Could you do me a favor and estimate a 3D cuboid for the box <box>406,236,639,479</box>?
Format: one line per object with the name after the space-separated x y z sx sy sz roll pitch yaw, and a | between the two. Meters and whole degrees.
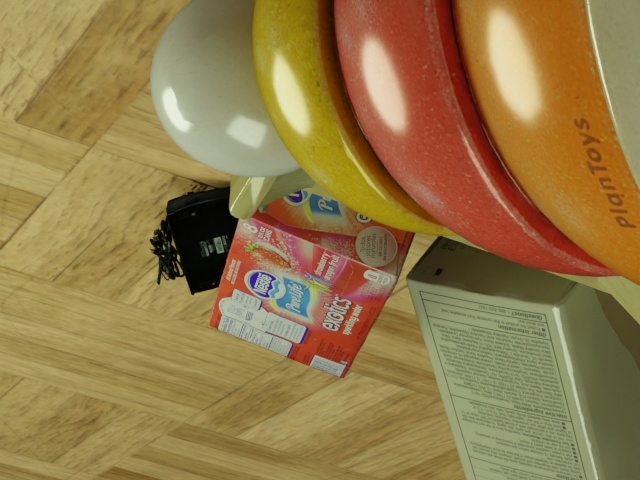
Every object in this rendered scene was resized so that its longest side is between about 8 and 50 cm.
0.190 0.126 1.527 0.148 0.121 0.311 11 134 34 | box

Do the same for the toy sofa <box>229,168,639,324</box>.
0.122 -0.073 1.291 0.363 0.177 0.150 19 133 -18 | toy sofa

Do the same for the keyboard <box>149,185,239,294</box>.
-0.106 -0.007 1.662 0.100 0.038 0.192 -14 155 -3 | keyboard

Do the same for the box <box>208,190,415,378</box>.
0.000 0.000 1.481 0.128 0.122 0.257 21 157 0 | box

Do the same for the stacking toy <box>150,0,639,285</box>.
0.080 -0.115 0.965 0.480 0.350 0.351 -3 155 43 | stacking toy
